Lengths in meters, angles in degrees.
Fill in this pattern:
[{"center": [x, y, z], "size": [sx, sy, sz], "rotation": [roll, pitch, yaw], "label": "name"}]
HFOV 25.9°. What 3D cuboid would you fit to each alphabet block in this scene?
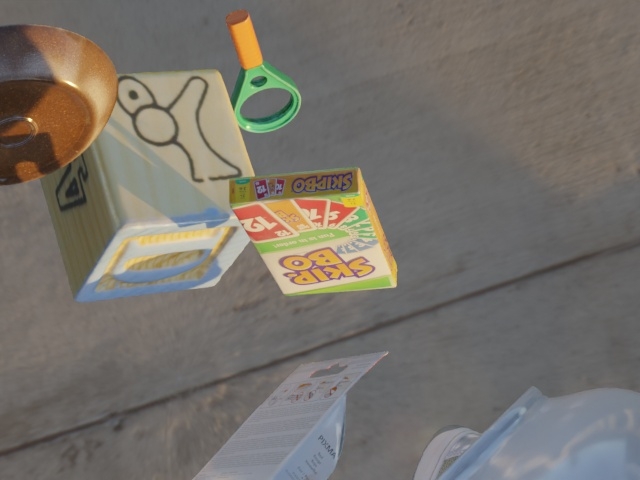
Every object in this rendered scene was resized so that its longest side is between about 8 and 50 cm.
[{"center": [-0.199, -0.063, 1.601], "size": [0.192, 0.193, 0.197], "rotation": [-5, 65, -31], "label": "alphabet block"}]

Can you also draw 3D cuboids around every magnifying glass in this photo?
[{"center": [-0.081, -0.209, 1.751], "size": [0.092, 0.231, 0.026], "rotation": [-19, 58, -1], "label": "magnifying glass"}]

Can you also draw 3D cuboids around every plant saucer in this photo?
[{"center": [-0.266, -0.104, 1.192], "size": [0.198, 0.199, 0.036], "rotation": [-18, 59, -7], "label": "plant saucer"}]

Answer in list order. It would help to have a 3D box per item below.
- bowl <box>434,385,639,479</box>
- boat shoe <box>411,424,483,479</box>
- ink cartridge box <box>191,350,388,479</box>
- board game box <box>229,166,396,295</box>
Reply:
[{"center": [0.156, 0.204, 1.044], "size": [0.298, 0.298, 0.134], "rotation": [-42, 79, -8], "label": "bowl"}, {"center": [0.140, 0.371, 1.579], "size": [0.118, 0.103, 0.320], "rotation": [31, 75, -41], "label": "boat shoe"}, {"center": [-0.024, 0.173, 1.210], "size": [0.179, 0.145, 0.045], "rotation": [-43, 105, -32], "label": "ink cartridge box"}, {"center": [0.000, 0.000, 1.389], "size": [0.124, 0.259, 0.039], "rotation": [-5, 68, 10], "label": "board game box"}]
